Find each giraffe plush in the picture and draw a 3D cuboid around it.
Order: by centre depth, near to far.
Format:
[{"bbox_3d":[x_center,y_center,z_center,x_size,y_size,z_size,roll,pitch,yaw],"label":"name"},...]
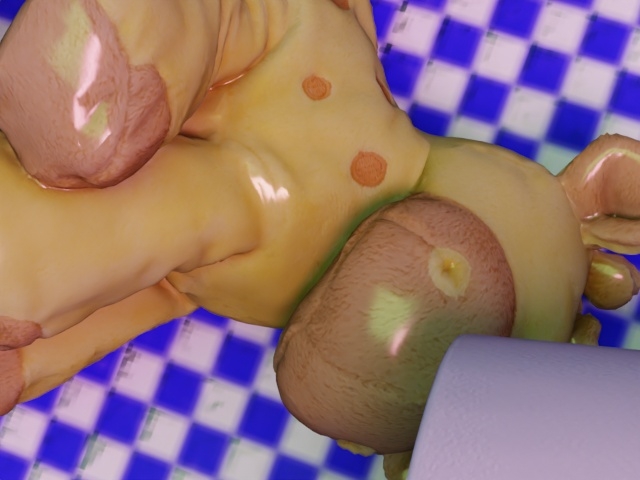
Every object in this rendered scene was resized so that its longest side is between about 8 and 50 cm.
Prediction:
[{"bbox_3d":[0.000,0.000,0.576,0.170,0.181,0.210,39,53,8],"label":"giraffe plush"}]

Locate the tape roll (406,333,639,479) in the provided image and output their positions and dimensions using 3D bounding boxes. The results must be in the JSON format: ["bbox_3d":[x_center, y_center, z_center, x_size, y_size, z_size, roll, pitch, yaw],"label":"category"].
[{"bbox_3d":[0.102,0.149,0.451,0.169,0.246,0.246,6,79,11],"label":"tape roll"}]
